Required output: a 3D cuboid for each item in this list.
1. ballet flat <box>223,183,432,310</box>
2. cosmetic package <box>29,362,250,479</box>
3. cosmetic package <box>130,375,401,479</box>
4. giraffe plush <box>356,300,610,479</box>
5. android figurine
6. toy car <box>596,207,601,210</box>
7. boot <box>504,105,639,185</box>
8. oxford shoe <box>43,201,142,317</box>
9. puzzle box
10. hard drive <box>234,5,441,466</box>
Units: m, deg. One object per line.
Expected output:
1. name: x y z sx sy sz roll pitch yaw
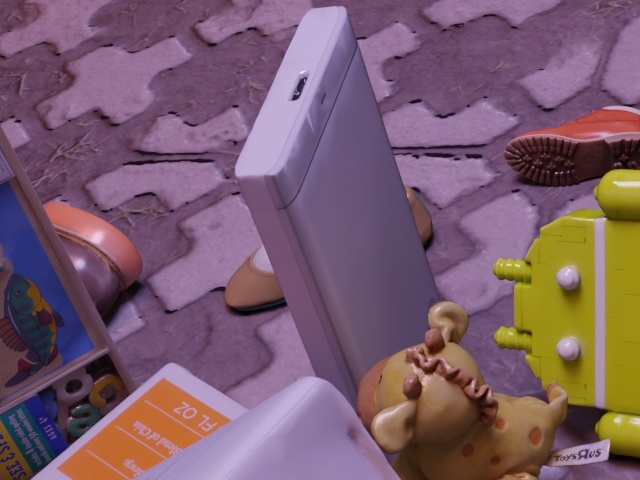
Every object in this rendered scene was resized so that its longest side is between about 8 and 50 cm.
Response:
1. ballet flat: 0.000 0.000 1.657 0.232 0.073 0.080 -21 37 0
2. cosmetic package: -0.192 0.325 1.271 0.453 0.161 0.230 -41 41 -24
3. cosmetic package: -0.104 0.345 0.883 0.394 0.329 0.327 -33 6 32
4. giraffe plush: 0.100 0.153 1.293 0.210 0.170 0.181 -30 33 26
5. android figurine: 0.274 0.062 1.335 0.273 0.248 0.056 6 14 27
6. toy car: 0.307 0.022 1.452 0.182 0.159 0.136 -36 76 -20
7. boot: 0.273 -0.104 1.679 0.158 0.059 0.084 -1 37 11
8. oxford shoe: -0.375 0.018 1.771 0.364 0.130 0.132 11 53 35
9. puzzle box: -0.352 0.074 1.454 0.272 0.409 0.052 -29 38 -10
10. hard drive: 0.027 0.006 1.404 0.047 0.353 0.233 -3 40 21
